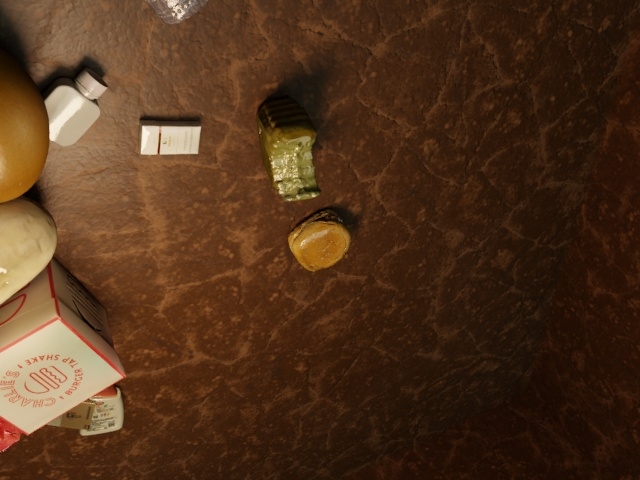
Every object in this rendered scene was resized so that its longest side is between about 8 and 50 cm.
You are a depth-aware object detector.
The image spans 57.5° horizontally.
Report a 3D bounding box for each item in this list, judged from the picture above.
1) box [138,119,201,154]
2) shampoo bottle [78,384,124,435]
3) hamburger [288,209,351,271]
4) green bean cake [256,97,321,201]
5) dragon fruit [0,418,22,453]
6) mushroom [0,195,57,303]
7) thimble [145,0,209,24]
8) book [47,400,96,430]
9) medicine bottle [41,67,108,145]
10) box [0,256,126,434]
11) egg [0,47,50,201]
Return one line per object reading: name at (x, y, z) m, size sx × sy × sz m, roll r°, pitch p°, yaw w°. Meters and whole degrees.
box at (-0.399, -0.272, 1.542) m, size 0.154 × 0.040 × 0.084 m, roll -4°, pitch 130°, yaw -27°
shampoo bottle at (-0.751, 0.547, 1.992) m, size 0.153 × 0.071 × 0.284 m, roll -3°, pitch 124°, yaw -21°
hamburger at (0.000, -0.001, 1.962) m, size 0.214 × 0.108 × 0.213 m, roll -14°, pitch 134°, yaw -15°
green bean cake at (-0.089, -0.249, 1.614) m, size 0.124 × 0.233 × 0.236 m, roll -15°, pitch 131°, yaw -12°
dragon fruit at (-1.032, 0.554, 1.781) m, size 0.262 × 0.163 × 0.189 m, roll -15°, pitch 102°, yaw -9°
mushroom at (-0.801, 0.024, 1.346) m, size 0.353 × 0.325 × 0.353 m, roll -13°, pitch 136°, yaw -13°
thimble at (-0.317, -0.557, 1.280) m, size 0.150 × 0.150 × 0.098 m, roll -38°, pitch 135°, yaw 2°
book at (-0.859, 0.569, 1.936) m, size 0.199 × 0.016 × 0.138 m, roll 14°, pitch 120°, yaw -17°
medicine bottle at (-0.586, -0.317, 1.372) m, size 0.183 × 0.069 × 0.119 m, roll -43°, pitch 134°, yaw 9°
box at (-0.769, 0.274, 1.589) m, size 0.312 × 0.300 × 0.314 m, roll -30°, pitch 135°, yaw -5°
egg at (-0.713, -0.244, 1.202) m, size 0.283 × 0.282 × 0.351 m, roll -20°, pitch 121°, yaw -15°
